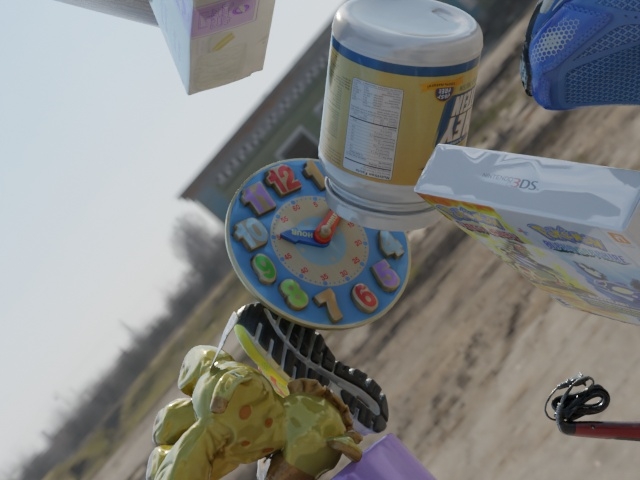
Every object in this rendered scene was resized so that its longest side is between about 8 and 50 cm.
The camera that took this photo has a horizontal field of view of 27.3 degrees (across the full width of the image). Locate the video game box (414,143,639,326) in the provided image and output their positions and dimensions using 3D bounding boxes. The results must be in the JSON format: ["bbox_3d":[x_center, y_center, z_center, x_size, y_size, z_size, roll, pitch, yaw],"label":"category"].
[{"bbox_3d":[0.192,0.006,0.899,0.205,0.187,0.048,14,71,55],"label":"video game box"}]

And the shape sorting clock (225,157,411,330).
[{"bbox_3d":[0.000,0.000,1.390,0.206,0.206,0.040,-50,-8,-36],"label":"shape sorting clock"}]

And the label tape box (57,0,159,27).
[{"bbox_3d":[-0.271,-0.369,1.643,0.348,0.249,0.115,101,-176,-85],"label":"label tape box"}]

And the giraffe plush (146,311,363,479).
[{"bbox_3d":[-0.055,0.186,1.293,0.210,0.170,0.181,-57,19,29],"label":"giraffe plush"}]

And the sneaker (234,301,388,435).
[{"bbox_3d":[-0.026,0.149,1.389,0.094,0.208,0.081,-27,28,37],"label":"sneaker"}]

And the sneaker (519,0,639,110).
[{"bbox_3d":[0.280,-0.114,0.757,0.130,0.330,0.147,64,-158,-57],"label":"sneaker"}]

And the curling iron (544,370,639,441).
[{"bbox_3d":[0.377,0.195,1.426,0.035,0.274,0.068,-141,62,-82],"label":"curling iron"}]

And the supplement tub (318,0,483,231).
[{"bbox_3d":[0.074,-0.124,1.281,0.144,0.144,0.200,-51,-28,-56],"label":"supplement tub"}]

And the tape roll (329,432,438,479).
[{"bbox_3d":[0.004,0.322,1.343,0.275,0.090,0.275,-41,-13,-12],"label":"tape roll"}]

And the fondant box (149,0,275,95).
[{"bbox_3d":[-0.151,-0.348,1.350,0.096,0.330,0.238,-21,-12,-12],"label":"fondant box"}]
